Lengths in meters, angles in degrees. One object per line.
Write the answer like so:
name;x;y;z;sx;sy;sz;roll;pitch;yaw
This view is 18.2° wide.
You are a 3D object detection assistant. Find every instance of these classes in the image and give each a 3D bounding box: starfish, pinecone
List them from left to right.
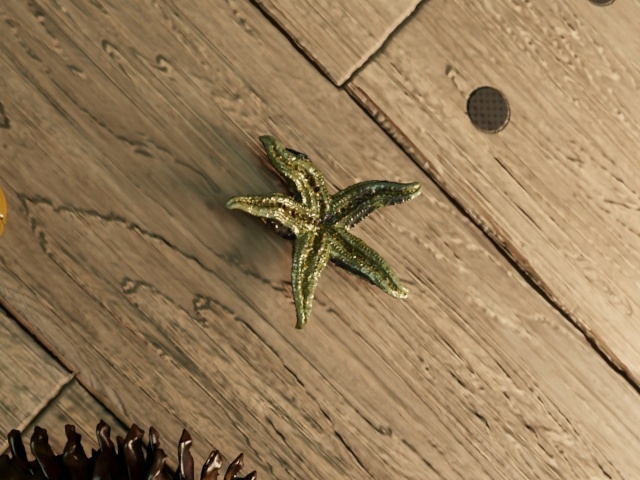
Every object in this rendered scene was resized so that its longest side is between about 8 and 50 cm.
pinecone;-0.179;0.265;1.694;0.292;0.246;0.246;17;73;1
starfish;0.000;0.000;1.911;0.208;0.053;0.175;23;73;-14

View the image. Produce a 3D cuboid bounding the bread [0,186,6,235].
bread;-0.366;-0.039;1.761;0.189;0.077;0.114;17;79;-21
